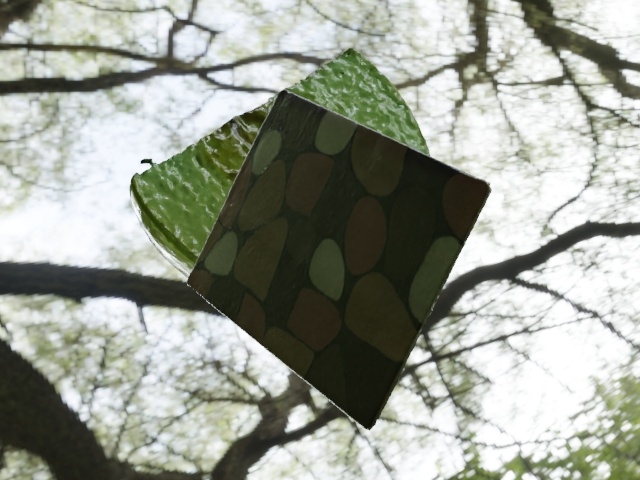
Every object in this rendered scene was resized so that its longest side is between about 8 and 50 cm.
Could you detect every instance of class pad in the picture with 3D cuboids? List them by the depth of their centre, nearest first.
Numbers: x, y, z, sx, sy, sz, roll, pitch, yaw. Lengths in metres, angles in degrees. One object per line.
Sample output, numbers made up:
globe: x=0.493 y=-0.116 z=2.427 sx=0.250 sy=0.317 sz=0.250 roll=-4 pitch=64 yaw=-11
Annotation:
pad: x=0.000 y=0.000 z=0.768 sx=0.235 sy=0.003 sz=0.158 roll=33 pitch=-82 yaw=51

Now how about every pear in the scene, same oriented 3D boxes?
pear: x=-0.007 y=-0.009 z=1.111 sx=0.239 sy=0.288 sz=0.139 roll=44 pitch=-34 yaw=17
